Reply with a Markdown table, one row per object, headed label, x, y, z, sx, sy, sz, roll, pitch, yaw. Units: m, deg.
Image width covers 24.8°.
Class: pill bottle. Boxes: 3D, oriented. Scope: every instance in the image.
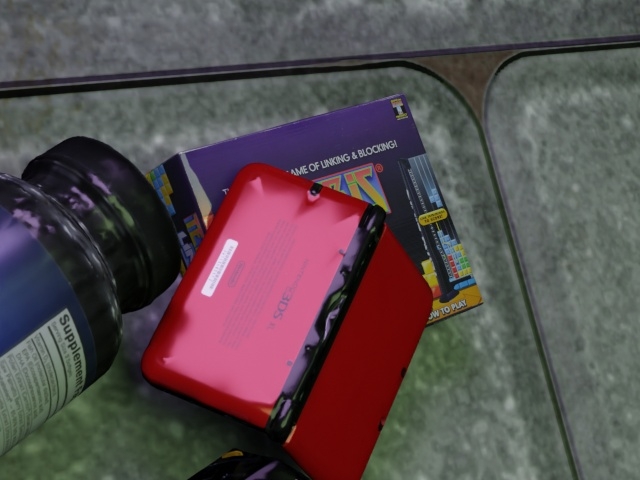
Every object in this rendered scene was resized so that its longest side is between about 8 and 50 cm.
| label | x | y | z | sx | sy | sz | roll | pitch | yaw |
| --- | --- | --- | --- | --- | --- | --- | --- | --- | --- |
| pill bottle | -0.174 | 0.043 | 0.690 | 0.219 | 0.123 | 0.123 | -40 | 98 | -34 |

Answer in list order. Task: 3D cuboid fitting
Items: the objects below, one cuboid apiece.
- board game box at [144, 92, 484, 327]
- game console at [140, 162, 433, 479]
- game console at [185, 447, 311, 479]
| label | x | y | z | sx | sy | sz | roll | pitch | yaw |
| --- | --- | --- | --- | --- | --- | --- | --- | --- | --- |
| board game box | 0.000 | 0.000 | 0.859 | 0.170 | 0.048 | 0.141 | -19 | 87 | -35 |
| game console | -0.014 | 0.050 | 0.798 | 0.124 | 0.085 | 0.144 | 21 | 63 | 9 |
| game console | 0.053 | 0.260 | 0.652 | 0.361 | 0.044 | 0.213 | 29 | 68 | 1 |
